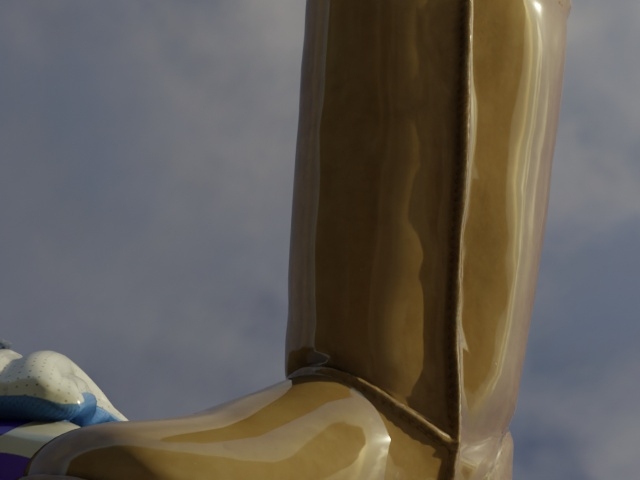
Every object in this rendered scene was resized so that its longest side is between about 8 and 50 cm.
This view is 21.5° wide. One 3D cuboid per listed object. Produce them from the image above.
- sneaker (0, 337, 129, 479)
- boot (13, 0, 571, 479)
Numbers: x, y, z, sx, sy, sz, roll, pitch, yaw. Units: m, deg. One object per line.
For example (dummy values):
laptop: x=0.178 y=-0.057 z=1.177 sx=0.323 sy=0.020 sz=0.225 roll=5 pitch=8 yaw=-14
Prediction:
sneaker: x=-0.197 y=0.080 z=0.623 sx=0.236 sy=0.323 sz=0.130 roll=-9 pitch=-104 yaw=23
boot: x=0.000 y=0.000 z=0.618 sx=0.236 sy=0.089 sz=0.269 roll=24 pitch=-114 yaw=-46
